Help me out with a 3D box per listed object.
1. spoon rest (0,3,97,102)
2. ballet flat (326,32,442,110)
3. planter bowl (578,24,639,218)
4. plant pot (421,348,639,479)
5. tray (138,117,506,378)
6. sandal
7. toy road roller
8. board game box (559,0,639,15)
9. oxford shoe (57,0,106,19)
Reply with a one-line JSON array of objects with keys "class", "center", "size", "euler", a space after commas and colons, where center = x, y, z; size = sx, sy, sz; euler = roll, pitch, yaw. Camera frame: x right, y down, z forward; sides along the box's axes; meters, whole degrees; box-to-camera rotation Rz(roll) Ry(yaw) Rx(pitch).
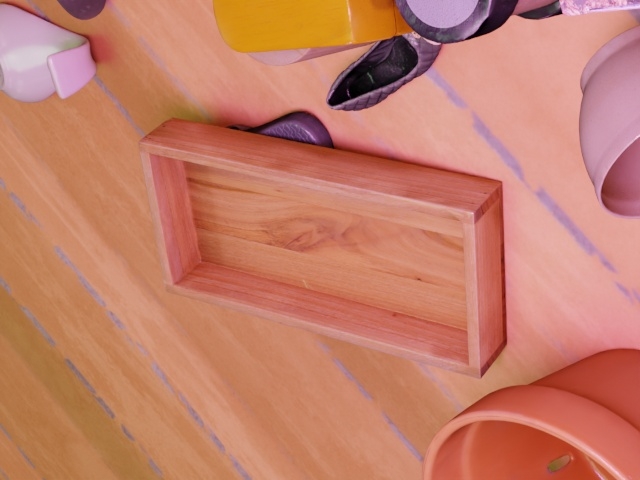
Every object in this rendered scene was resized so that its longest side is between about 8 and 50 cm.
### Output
[{"class": "spoon rest", "center": [-0.360, -0.232, 1.772], "size": [0.276, 0.084, 0.137], "euler": [20, 130, 53]}, {"class": "ballet flat", "center": [0.067, -0.173, 1.375], "size": [0.057, 0.049, 0.173], "euler": [54, 140, 4]}, {"class": "planter bowl", "center": [0.279, -0.109, 1.137], "size": [0.109, 0.162, 0.162], "euler": [68, 150, 30]}, {"class": "plant pot", "center": [0.271, 0.237, 1.340], "size": [0.291, 0.203, 0.291], "euler": [26, 134, 31]}, {"class": "tray", "center": [0.000, 0.000, 1.509], "size": [0.411, 0.076, 0.203], "euler": [14, 127, 30]}, {"class": "sandal", "center": [-0.083, -0.095, 1.599], "size": [0.254, 0.054, 0.097], "euler": [-6, 120, 38]}, {"class": "toy road roller", "center": [0.066, -0.288, 1.178], "size": [0.329, 0.202, 0.241], "euler": [-2, 103, 38]}, {"class": "board game box", "center": [0.305, -0.264, 0.866], "size": [0.232, 0.291, 0.141], "euler": [3, 119, 45]}, {"class": "oxford shoe", "center": [-0.312, -0.362, 1.635], "size": [0.212, 0.076, 0.076], "euler": [67, 170, -19]}]
